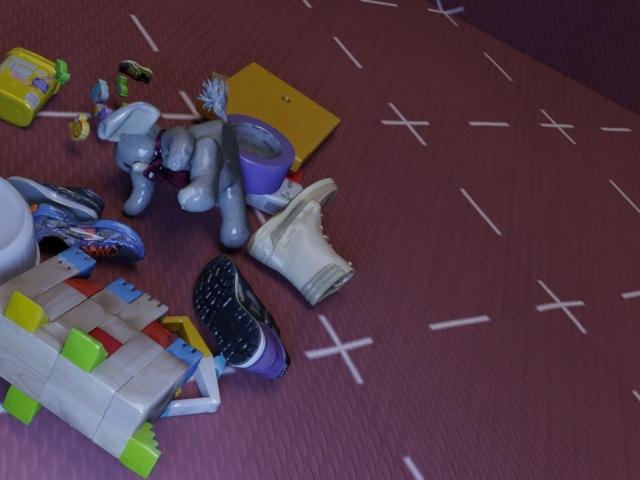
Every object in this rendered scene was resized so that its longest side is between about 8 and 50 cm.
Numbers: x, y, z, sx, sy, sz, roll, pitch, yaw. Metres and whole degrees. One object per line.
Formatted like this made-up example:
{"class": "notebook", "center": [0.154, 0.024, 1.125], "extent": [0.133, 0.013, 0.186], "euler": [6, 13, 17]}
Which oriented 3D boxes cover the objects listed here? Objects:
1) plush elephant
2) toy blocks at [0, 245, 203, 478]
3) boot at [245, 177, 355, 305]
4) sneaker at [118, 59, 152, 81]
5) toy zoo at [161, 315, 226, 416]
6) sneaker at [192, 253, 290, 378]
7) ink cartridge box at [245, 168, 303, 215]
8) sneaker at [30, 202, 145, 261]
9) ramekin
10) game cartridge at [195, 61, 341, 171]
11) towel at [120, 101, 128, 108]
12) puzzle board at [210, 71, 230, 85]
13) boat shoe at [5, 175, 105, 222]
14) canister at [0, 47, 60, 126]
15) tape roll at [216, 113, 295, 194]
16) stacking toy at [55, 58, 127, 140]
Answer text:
{"class": "plush elephant", "center": [-0.302, -0.153, 1.716], "extent": [0.272, 0.255, 0.330], "euler": [42, 42, -72]}
{"class": "toy blocks", "center": [-0.339, 0.154, 1.327], "extent": [0.381, 0.191, 0.261], "euler": [33, 25, 7]}
{"class": "boot", "center": [0.000, 0.000, 1.811], "extent": [0.203, 0.095, 0.262], "euler": [40, 55, 12]}
{"class": "sneaker", "center": [-0.443, -0.406, 2.083], "extent": [0.083, 0.031, 0.035], "euler": [15, 39, -20]}
{"class": "toy zoo", "center": [-0.289, 0.209, 1.444], "extent": [0.293, 0.030, 0.192], "euler": [1, 45, -34]}
{"class": "sneaker", "center": [-0.143, 0.147, 1.593], "extent": [0.124, 0.107, 0.283], "euler": [38, 16, -42]}
{"class": "ink cartridge box", "center": [-0.126, -0.154, 1.982], "extent": [0.181, 0.056, 0.225], "euler": [23, 38, -9]}
{"class": "sneaker", "center": [-0.427, 0.007, 1.569], "extent": [0.221, 0.083, 0.087], "euler": [13, 52, -13]}
{"class": "ramekin", "center": [-0.585, -0.006, 1.388], "extent": [0.272, 0.127, 0.273], "euler": [14, 45, -14]}
{"class": "game cartridge", "center": [-0.121, -0.308, 2.151], "extent": [0.285, 0.053, 0.324], "euler": [34, 34, 2]}
{"class": "towel", "center": [-0.416, -0.286, 1.975], "extent": [0.083, 0.009, 0.060], "euler": [18, 38, -16]}
{"class": "puzzle board", "center": [-0.222, -0.386, 2.231], "extent": [0.128, 0.011, 0.096], "euler": [18, 36, -17]}
{"class": "boat shoe", "center": [-0.498, -0.078, 1.629], "extent": [0.183, 0.065, 0.083], "euler": [25, 27, -10]}
{"class": "canister", "center": [-0.628, -0.321, 1.816], "extent": [0.126, 0.073, 0.170], "euler": [25, 37, -10]}
{"class": "tape roll", "center": [-0.156, -0.188, 1.891], "extent": [0.189, 0.080, 0.189], "euler": [19, 34, -14]}
{"class": "stacking toy", "center": [-0.464, -0.289, 1.851], "extent": [0.167, 0.052, 0.221], "euler": [10, 50, -45]}
